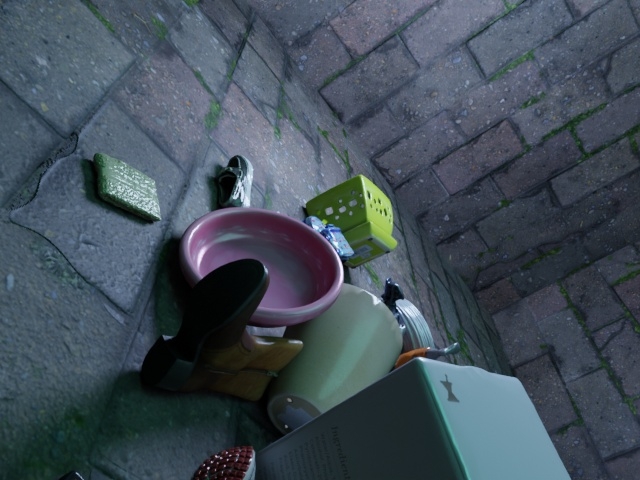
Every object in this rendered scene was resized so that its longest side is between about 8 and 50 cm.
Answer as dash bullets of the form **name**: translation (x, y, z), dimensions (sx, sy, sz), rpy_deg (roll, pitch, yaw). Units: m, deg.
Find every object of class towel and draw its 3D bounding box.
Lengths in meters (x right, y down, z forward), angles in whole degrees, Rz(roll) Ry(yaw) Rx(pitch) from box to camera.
- **towel**: translation (-0.363, -0.097, 1.061), dimensions (0.148, 0.027, 0.110), rpy_deg (31, 34, -54)

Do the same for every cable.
- **cable**: translation (0.211, 0.283, 1.555), dimensions (0.089, 0.257, 0.257), rpy_deg (-10, 34, -31)

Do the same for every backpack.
- **backpack**: translation (0.000, 0.000, 1.662), dimensions (0.173, 0.117, 0.158), rpy_deg (60, 18, 15)

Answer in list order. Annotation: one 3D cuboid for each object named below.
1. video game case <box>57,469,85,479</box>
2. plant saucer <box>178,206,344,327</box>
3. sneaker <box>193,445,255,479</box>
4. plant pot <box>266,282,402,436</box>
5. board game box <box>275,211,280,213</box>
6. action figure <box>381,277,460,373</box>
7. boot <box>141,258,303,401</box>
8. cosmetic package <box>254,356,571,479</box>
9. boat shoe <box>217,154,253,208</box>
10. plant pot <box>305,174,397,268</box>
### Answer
- **video game case**: translation (-0.242, 0.420, 0.562), dimensions (0.275, 0.035, 0.248), rpy_deg (54, 20, -8)
- **plant saucer**: translation (-0.120, 0.059, 1.133), dimensions (0.332, 0.084, 0.332), rpy_deg (12, 35, -9)
- **sneaker**: translation (-0.139, 0.392, 0.810), dimensions (0.225, 0.088, 0.093), rpy_deg (-78, 153, -63)
- **plant pot**: translation (0.009, 0.267, 1.140), dimensions (0.256, 0.256, 0.274), rpy_deg (54, 35, -12)
- **board game box**: translation (-0.124, 0.039, 1.392), dimensions (0.193, 0.053, 0.305), rpy_deg (57, 19, 0)
- **action figure**: translation (0.169, 0.277, 1.386), dimensions (0.178, 0.330, 0.341), rpy_deg (-13, 106, -50)
- **boot**: translation (-0.110, 0.166, 0.933), dimensions (0.096, 0.264, 0.280), rpy_deg (41, 8, 38)
- **cosmetic package**: translation (0.151, 0.430, 0.885), dimensions (0.329, 0.393, 0.327), rpy_deg (21, 40, -42)
- **boat shoe**: translation (-0.219, -0.153, 1.417), dimensions (0.070, 0.078, 0.219), rpy_deg (43, 26, -40)
- **plant pot**: translation (0.111, -0.046, 1.851), dimensions (0.227, 0.228, 0.207), rpy_deg (32, 39, -51)
